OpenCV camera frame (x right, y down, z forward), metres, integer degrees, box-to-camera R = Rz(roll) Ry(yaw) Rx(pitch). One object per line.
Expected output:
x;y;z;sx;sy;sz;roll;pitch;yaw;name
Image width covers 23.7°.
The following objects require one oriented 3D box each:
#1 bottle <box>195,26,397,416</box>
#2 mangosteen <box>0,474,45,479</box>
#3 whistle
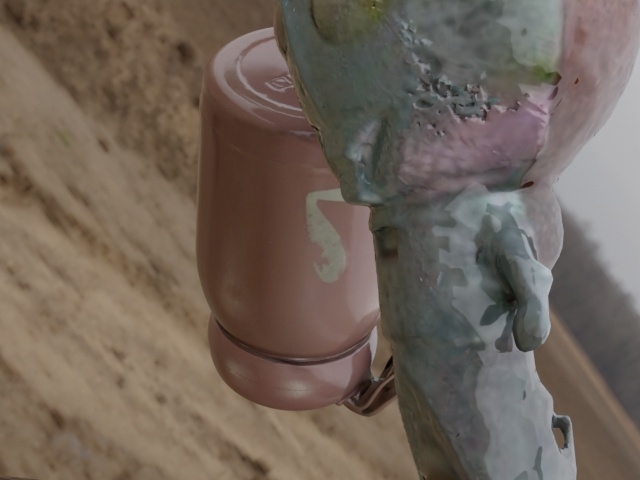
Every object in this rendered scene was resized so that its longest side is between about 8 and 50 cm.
0.000;0.000;1.203;0.173;0.206;0.297;-57;159;-53;bottle
-0.074;0.200;0.323;0.297;0.293;0.297;-175;-90;-86;mangosteen
0.055;-0.024;0.559;0.134;0.142;0.346;-5;89;-45;whistle
